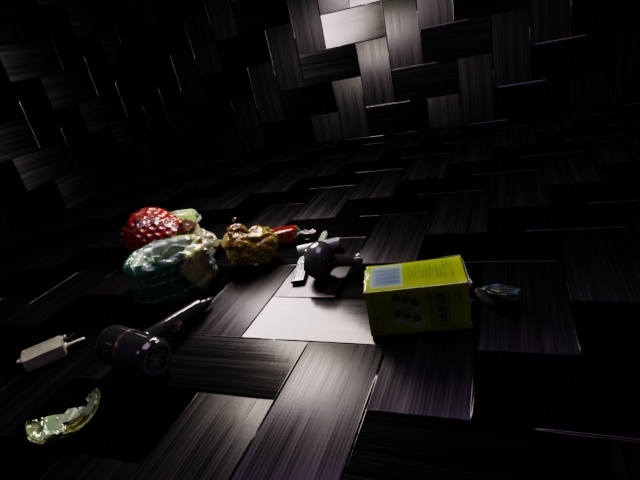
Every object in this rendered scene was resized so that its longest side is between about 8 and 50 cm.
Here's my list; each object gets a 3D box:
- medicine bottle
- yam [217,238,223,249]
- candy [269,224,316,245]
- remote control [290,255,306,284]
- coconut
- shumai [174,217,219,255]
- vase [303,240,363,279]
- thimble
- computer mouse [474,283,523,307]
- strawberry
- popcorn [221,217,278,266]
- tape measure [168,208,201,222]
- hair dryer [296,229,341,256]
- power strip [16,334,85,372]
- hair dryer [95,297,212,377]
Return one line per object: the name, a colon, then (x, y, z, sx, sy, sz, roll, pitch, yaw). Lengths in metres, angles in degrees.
medicine bottle: (0.233, 0.133, 1.118, 0.249, 0.137, 0.141, -7, 23, 12)
yam: (-0.374, 0.016, 1.813, 0.094, 0.043, 0.043, 0, 26, 26)
candy: (-0.160, -0.015, 1.755, 0.291, 0.059, 0.086, -9, 22, 6)
remote control: (-0.060, 0.095, 1.497, 0.043, 0.027, 0.153, -1, 27, 11)
coconut: (-0.560, 0.400, 1.016, 0.157, 0.055, 0.133, -19, 25, -10)
shumai: (-0.493, -0.003, 1.763, 0.201, 0.120, 0.201, -4, 44, 4)
vase: (0.039, 0.061, 1.427, 0.182, 0.120, 0.120, 1, 23, -3)
thimble: (-0.494, 0.096, 1.536, 0.287, 0.168, 0.254, -19, 25, -13)
computer mouse: (0.433, 0.136, 1.124, 0.079, 0.047, 0.135, -8, 9, -19)
strawberry: (-0.677, -0.032, 1.879, 0.280, 0.150, 0.253, 25, 59, 26)
popcorn: (-0.250, 0.026, 1.617, 0.194, 0.164, 0.140, 10, 30, -33)
tape measure: (-0.650, -0.083, 2.104, 0.199, 0.106, 0.175, -11, 11, 2)
hair dryer: (-0.008, 0.001, 1.676, 0.154, 0.044, 0.183, -11, 18, 0)
power strip: (-0.771, 0.316, 1.332, 0.175, 0.042, 0.075, -23, 25, -26)
hair dryer: (-0.406, 0.238, 1.271, 0.188, 0.107, 0.352, 6, 24, 32)
